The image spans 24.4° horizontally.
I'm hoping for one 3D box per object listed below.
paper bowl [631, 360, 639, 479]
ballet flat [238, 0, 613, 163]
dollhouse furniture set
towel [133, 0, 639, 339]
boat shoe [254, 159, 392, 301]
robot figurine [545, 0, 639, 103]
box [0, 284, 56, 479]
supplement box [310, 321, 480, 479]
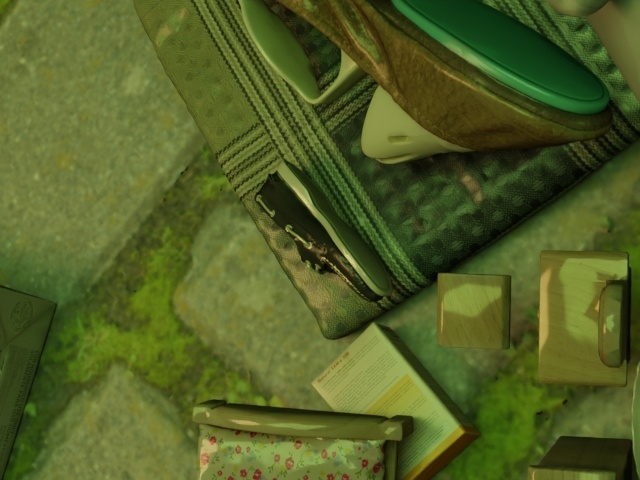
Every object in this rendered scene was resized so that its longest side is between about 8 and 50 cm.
[{"bbox_3d":[0.312,0.100,0.808,0.284,0.148,0.284,-5,78,25],"label":"paper bowl"},{"bbox_3d":[0.035,-0.129,0.958,0.342,0.116,0.124,40,121,25],"label":"ballet flat"},{"bbox_3d":[0.000,0.153,0.878,0.356,0.174,0.303,2,90,14],"label":"dollhouse furniture set"},{"bbox_3d":[0.054,-0.140,1.033,0.312,0.056,0.324,-36,70,17],"label":"towel"},{"bbox_3d":[0.000,0.000,0.982,0.038,0.046,0.125,-46,64,13],"label":"boat shoe"},{"bbox_3d":[0.227,-0.207,0.858,0.353,0.300,0.200,63,147,22],"label":"robot figurine"},{"bbox_3d":[-0.365,0.082,1.151,0.290,0.087,0.169,14,86,26],"label":"box"},{"bbox_3d":[0.049,0.111,0.984,0.062,0.036,0.098,-44,68,11],"label":"supplement box"}]
